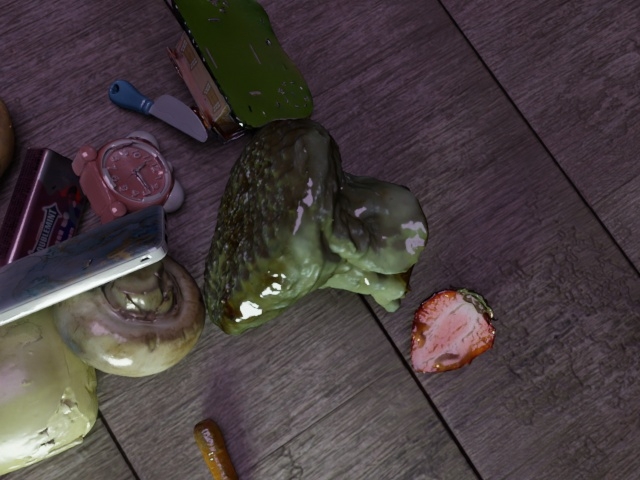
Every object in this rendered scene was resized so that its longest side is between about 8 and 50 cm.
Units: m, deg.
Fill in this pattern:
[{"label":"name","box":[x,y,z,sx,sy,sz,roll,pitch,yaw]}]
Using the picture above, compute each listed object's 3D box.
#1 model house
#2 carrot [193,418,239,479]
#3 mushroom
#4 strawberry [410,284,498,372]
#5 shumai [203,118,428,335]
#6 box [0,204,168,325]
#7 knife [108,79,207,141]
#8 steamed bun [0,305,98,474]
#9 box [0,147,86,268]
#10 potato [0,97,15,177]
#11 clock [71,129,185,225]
[{"label":"model house","box":[-0.171,-0.310,1.152,0.207,0.154,0.294,-20,78,-43]},{"label":"carrot","box":[-0.163,0.394,1.014,0.047,0.047,0.191,-24,85,-10]},{"label":"mushroom","box":[-0.307,0.102,0.985,0.254,0.184,0.255,9,39,-7]},{"label":"strawberry","box":[0.233,0.168,1.084,0.146,0.082,0.187,42,83,11]},{"label":"shumai","box":[0.000,0.000,0.994,0.323,0.397,0.324,13,54,-25]},{"label":"box","box":[-0.365,0.034,0.907,0.285,0.142,0.044,-23,122,-1]},{"label":"knife","box":[-0.299,-0.248,1.120,0.244,0.032,0.058,24,87,21]},{"label":"steamed bun","box":[-0.491,0.221,0.959,0.232,0.166,0.273,-18,78,-8]},{"label":"box","box":[-0.484,-0.039,1.047,0.069,0.120,0.224,5,76,27]},{"label":"potato","box":[-0.636,-0.167,1.060,0.161,0.128,0.235,22,81,5]},{"label":"clock","box":[-0.341,-0.110,1.083,0.162,0.093,0.166,-26,84,-40]}]
